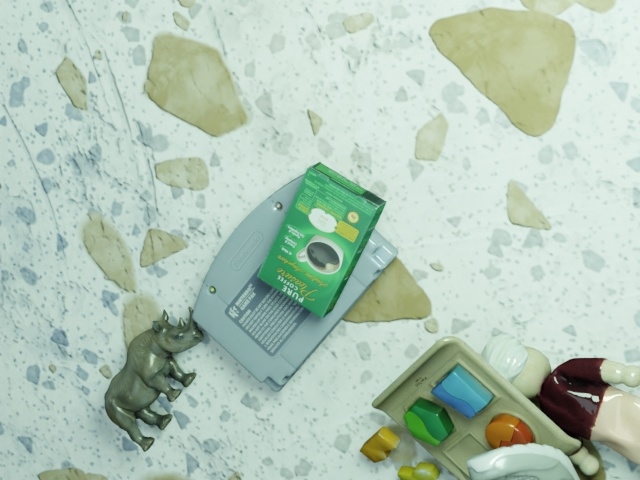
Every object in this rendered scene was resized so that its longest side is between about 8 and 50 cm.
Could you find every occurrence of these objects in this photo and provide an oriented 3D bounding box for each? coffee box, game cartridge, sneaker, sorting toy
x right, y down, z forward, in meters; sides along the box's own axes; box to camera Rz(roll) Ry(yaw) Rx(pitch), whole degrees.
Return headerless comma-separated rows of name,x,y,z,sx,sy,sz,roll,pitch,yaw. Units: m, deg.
coffee box,0.000,0.000,1.830,0.113,0.040,0.184,31,115,13
game cartridge,-0.047,0.052,1.920,0.196,0.060,0.294,41,118,3
sneaker,0.291,0.346,1.748,0.105,0.115,0.281,-27,135,34
sorting toy,0.177,0.270,1.839,0.229,0.041,0.307,39,138,0

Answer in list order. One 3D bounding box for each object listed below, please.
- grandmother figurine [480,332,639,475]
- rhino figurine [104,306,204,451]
grandmother figurine,0.361,0.223,1.772,0.342,0.104,0.207,26,123,17
rhino figurine,-0.246,0.194,2.041,0.106,0.073,0.243,34,115,7
